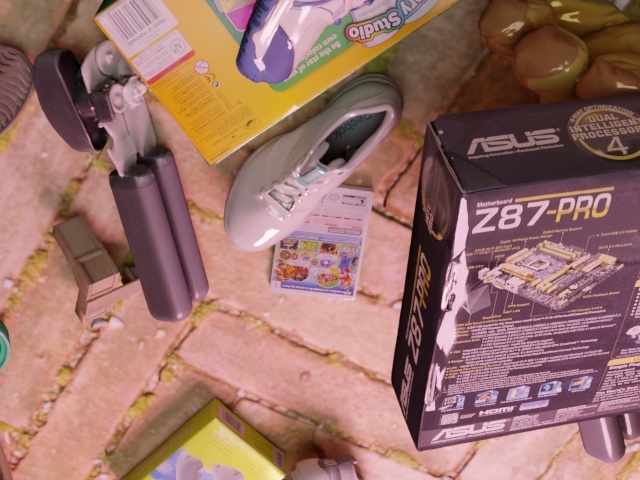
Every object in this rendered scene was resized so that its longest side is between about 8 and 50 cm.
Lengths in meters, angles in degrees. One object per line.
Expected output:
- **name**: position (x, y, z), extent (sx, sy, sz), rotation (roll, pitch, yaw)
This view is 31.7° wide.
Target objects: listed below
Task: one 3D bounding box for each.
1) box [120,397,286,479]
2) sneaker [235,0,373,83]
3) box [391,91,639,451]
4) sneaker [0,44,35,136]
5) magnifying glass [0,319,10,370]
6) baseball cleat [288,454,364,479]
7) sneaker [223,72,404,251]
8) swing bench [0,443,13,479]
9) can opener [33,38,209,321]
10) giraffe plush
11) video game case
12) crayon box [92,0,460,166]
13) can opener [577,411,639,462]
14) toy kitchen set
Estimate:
- **box**: position (-0.136, 0.262, 1.217), extent (0.178, 0.042, 0.109), rotation (-42, 110, 17)
- **sneaker**: position (0.052, -0.223, 0.844), extent (0.131, 0.112, 0.296), rotation (31, 111, -16)
- **box**: position (0.268, 0.024, 0.935), extent (0.395, 0.097, 0.318), rotation (-8, 138, -10)
- **sneaker**: position (-0.359, -0.097, 1.018), extent (0.222, 0.118, 0.083), rotation (-43, 110, -13)
- **magnifying glass**: position (-0.359, 0.061, 1.079), extent (0.092, 0.026, 0.231), rotation (-10, 135, -8)
- **baseball cleat**: position (0.003, 0.316, 1.231), extent (0.109, 0.072, 0.206), rotation (-5, 132, -20)
- **sneaker**: position (-0.012, -0.065, 1.016), extent (0.080, 0.094, 0.212), rotation (42, 105, -14)
- **swing bench**: position (-0.479, 0.252, 1.144), extent (0.253, 0.165, 0.255), rotation (-26, 120, 11)
- **can opener**: position (-0.175, -0.055, 1.046), extent (0.093, 0.074, 0.280), rotation (-3, 119, 28)
- **giraffe plush**: position (0.222, -0.115, 0.986), extent (0.210, 0.181, 0.170), rotation (-8, 135, -36)
- **video game case**: position (0.000, 0.000, 1.103), extent (0.087, 0.011, 0.122), rotation (7, 116, -5)
- **crayon box**: position (-0.031, -0.209, 0.956), extent (0.278, 0.081, 0.165), rotation (-32, 113, 14)
- **can opener**: position (0.253, 0.095, 1.134), extent (0.076, 0.095, 0.283), rotation (-40, 125, -31)
- **toy kitchen set**: position (-0.217, 0.023, 1.106), extent (0.068, 0.075, 0.083), rotation (-25, 160, -28)
